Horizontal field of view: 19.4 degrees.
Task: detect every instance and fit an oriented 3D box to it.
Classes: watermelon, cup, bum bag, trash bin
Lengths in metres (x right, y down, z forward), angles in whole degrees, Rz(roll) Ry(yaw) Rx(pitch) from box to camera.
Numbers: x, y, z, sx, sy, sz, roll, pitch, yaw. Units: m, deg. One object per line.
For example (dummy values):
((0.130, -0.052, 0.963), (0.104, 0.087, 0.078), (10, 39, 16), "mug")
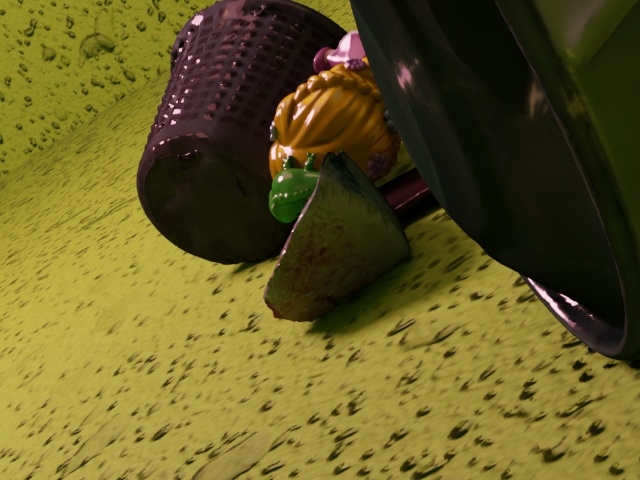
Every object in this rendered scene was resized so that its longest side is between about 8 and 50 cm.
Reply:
((0.007, -0.006, 1.164), (0.094, 0.081, 0.180), (-38, 4, 23), "watermelon")
((0.202, -0.155, 0.748), (0.392, 0.310, 0.401), (-30, 22, -4), "cup")
((0.081, -0.052, 1.259), (0.159, 0.026, 0.109), (-31, 11, 18), "bum bag")
((-0.060, -0.072, 1.415), (0.175, 0.175, 0.161), (-24, 26, 38), "trash bin")

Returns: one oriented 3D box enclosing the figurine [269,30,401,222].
((0.025, -0.079, 1.305), (0.115, 0.095, 0.156), (-11, 31, 40), "figurine")
